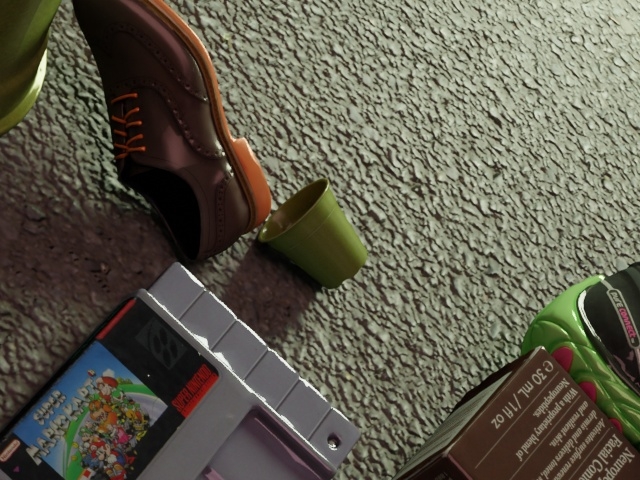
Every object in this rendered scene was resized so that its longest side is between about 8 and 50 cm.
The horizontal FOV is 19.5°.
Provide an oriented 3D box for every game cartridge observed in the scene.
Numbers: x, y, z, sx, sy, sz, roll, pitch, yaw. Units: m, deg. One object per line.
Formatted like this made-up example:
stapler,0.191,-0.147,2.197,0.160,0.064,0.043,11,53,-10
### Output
game cartridge,-0.131,0.188,1.460,0.230,0.068,0.355,46,43,-6

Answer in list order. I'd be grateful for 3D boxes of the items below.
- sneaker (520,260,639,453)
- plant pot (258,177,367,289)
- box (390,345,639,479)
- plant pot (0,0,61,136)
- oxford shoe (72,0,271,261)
sneaker,0.401,0.213,1.719,0.202,0.185,0.483,-42,93,-19
plant pot,0.000,0.000,1.691,0.079,0.083,0.083,48,42,-17
box,0.236,0.301,1.601,0.381,0.143,0.191,49,43,0
plant pot,-0.299,-0.255,1.512,0.276,0.254,0.276,20,49,-25
oxford shoe,-0.142,-0.108,1.605,0.098,0.097,0.271,-42,105,-41
